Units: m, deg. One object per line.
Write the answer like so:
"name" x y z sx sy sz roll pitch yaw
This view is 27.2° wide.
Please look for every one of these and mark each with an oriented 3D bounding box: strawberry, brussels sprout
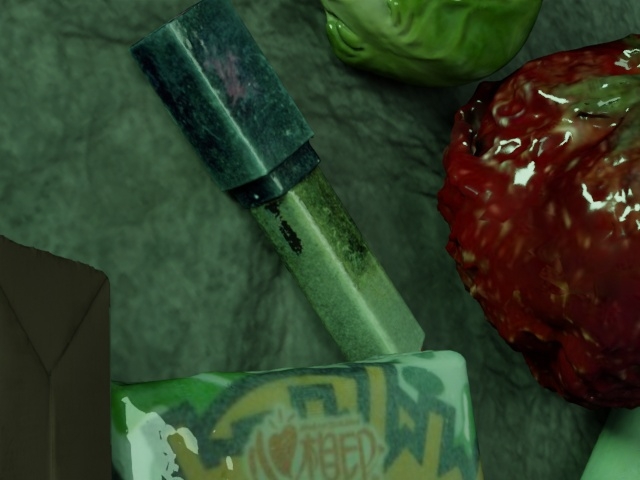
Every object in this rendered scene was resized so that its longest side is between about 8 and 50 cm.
"strawberry" 0.207 -0.009 0.849 0.274 0.274 0.220 -34 140 -37
"brussels sprout" 0.074 -0.172 0.841 0.155 0.117 0.155 8 78 -41

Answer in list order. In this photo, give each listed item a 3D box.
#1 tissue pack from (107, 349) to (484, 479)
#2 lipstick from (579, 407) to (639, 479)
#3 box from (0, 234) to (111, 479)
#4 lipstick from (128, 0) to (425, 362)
"tissue pack" -0.018 0.219 0.672 0.228 0.128 0.311 -1 80 -36
"lipstick" 0.196 0.190 0.870 0.076 0.076 0.304 45 56 -19
"box" -0.140 0.103 0.493 0.086 0.215 0.215 -2 82 4
"lipstick" 0.000 0.000 0.788 0.051 0.051 0.312 -43 106 -38
